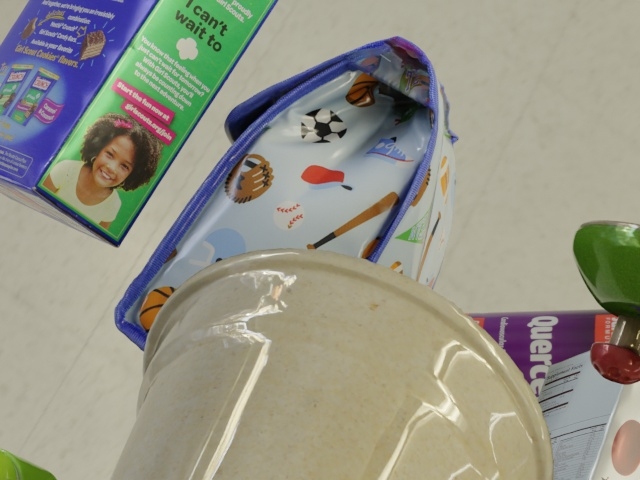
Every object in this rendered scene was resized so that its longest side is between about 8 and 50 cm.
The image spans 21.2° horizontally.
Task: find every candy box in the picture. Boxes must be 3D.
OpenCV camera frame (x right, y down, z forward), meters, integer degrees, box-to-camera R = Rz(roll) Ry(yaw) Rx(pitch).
[{"bbox_3d":[-0.216,-0.176,1.723,0.122,0.268,0.317,36,82,-34],"label":"candy box"}]

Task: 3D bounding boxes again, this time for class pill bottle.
[{"bbox_3d":[0.284,0.168,1.951,0.323,0.181,0.181,-3,69,11],"label":"pill bottle"}]

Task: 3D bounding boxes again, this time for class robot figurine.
[{"bbox_3d":[-0.236,0.192,1.270,0.067,0.115,0.101,-39,57,7],"label":"robot figurine"}]

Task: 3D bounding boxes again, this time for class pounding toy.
[{"bbox_3d":[0.304,0.075,1.381,0.237,0.183,0.110,19,81,4],"label":"pounding toy"}]

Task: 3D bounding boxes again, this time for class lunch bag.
[{"bbox_3d":[0.000,0.000,1.721,0.239,0.328,0.385,33,85,14],"label":"lunch bag"}]

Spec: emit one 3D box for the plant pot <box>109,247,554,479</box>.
[{"bbox_3d":[-0.035,0.227,1.202,0.334,0.334,0.305,38,41,-6],"label":"plant pot"}]

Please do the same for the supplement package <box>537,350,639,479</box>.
[{"bbox_3d":[0.291,0.229,1.548,0.194,0.149,0.203,32,62,-15],"label":"supplement package"}]
